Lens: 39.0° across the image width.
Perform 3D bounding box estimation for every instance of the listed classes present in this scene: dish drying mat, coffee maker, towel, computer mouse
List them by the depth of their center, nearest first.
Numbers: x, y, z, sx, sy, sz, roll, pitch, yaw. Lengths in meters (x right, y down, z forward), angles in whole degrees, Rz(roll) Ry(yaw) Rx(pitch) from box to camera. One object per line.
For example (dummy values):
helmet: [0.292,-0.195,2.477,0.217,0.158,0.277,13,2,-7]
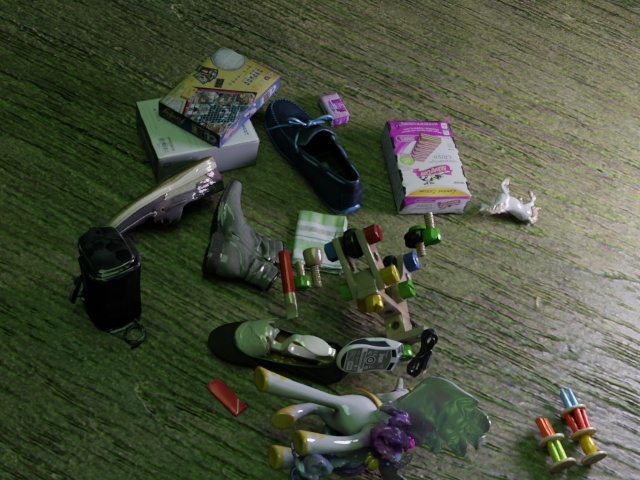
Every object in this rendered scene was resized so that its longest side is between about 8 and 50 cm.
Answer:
dish drying mat: [-0.176,0.292,1.693,0.083,0.008,0.032,41,58,19]
computer mouse: [0.120,0.210,1.698,0.192,0.106,0.042,3,33,-17]
coffee maker: [-0.384,0.083,1.703,0.171,0.178,0.120,33,55,14]
towel: [0.000,0.000,1.937,0.113,0.023,0.152,10,52,-4]

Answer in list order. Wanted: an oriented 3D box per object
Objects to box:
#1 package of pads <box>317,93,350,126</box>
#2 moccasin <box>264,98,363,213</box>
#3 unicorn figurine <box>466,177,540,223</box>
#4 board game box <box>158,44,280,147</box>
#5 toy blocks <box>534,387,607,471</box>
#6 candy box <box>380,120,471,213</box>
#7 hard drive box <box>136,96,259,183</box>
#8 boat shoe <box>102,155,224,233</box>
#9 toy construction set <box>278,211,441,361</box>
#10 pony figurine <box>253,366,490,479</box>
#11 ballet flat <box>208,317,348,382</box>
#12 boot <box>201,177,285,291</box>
package of pads: [0.033,-0.315,2.174,0.050,0.032,0.083,-16,58,-20]
moccasin: [-0.001,-0.216,2.040,0.137,0.117,0.342,-29,63,-28]
unicorn figurine: [0.427,-0.084,2.058,0.161,0.060,0.111,17,52,3]
board game box: [-0.223,-0.324,2.013,0.165,0.042,0.243,30,53,13]
toy blocks: [0.466,0.360,1.736,0.123,0.054,0.148,-7,55,-16]
candy box: [0.239,-0.171,2.081,0.159,0.071,0.233,-1,54,-12]
hard drive box: [-0.277,-0.239,2.022,0.232,0.089,0.181,-13,57,-19]
boat shoe: [-0.322,-0.073,1.886,0.285,0.103,0.092,-36,102,-24]
toy construction set: [0.084,0.117,1.757,0.308,0.257,0.237,-7,68,-1]
pony figurine: [0.096,0.337,1.551,0.363,0.303,0.351,5,23,-28]
ballet flat: [-0.075,0.196,1.729,0.280,0.096,0.095,12,53,-1]
boot: [-0.150,-0.008,1.894,0.161,0.083,0.247,16,53,-12]
